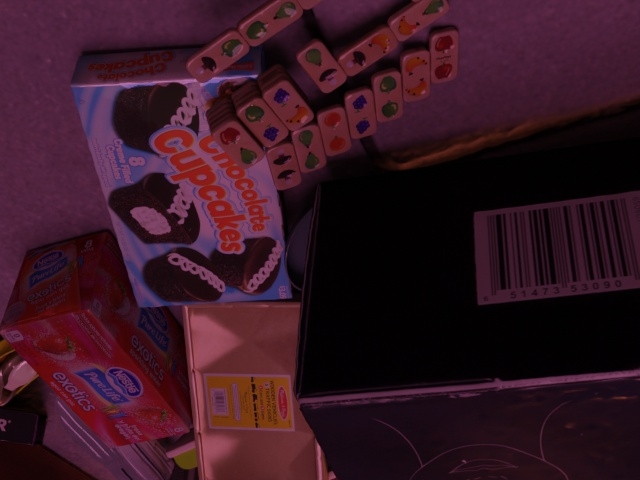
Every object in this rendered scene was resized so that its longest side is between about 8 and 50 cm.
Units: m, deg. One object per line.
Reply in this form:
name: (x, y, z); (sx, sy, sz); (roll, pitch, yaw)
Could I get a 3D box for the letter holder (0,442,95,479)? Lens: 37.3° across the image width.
letter holder: (-0.445, 0.454, 1.429); (0.152, 0.214, 0.302); (-25, 129, 24)

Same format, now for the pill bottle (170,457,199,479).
pill bottle: (-0.201, 0.390, 1.415); (0.078, 0.137, 0.078); (1, 135, 1)

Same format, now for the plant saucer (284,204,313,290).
plant saucer: (0.000, 0.000, 1.067); (0.119, 0.021, 0.119); (-27, 133, -33)

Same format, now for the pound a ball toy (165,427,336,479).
pound a ball toy: (-0.060, 0.321, 1.323); (0.319, 0.135, 0.208); (-29, 92, 27)

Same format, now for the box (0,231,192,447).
box: (-0.259, 0.127, 1.161); (0.122, 0.128, 0.257); (-14, 132, 15)

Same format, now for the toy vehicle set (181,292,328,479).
toy vehicle set: (-0.079, 0.197, 1.187); (0.165, 0.035, 0.267); (0, 105, 13)

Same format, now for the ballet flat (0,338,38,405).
ballet flat: (-0.411, 0.172, 1.245); (0.077, 0.077, 0.231); (34, 127, -30)

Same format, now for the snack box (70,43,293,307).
snack box: (-0.135, -0.057, 1.022); (0.187, 0.060, 0.322); (-4, 135, 2)

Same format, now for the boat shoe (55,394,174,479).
boat shoe: (-0.291, 0.275, 1.351); (0.083, 0.076, 0.226); (-13, 120, 29)

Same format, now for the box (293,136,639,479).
box: (0.270, 0.162, 1.021); (0.479, 0.297, 0.472); (-7, 136, 14)

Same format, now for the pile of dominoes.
pile of dominoes: (0.016, -0.154, 0.888); (0.251, 0.040, 0.196); (-32, 135, 11)

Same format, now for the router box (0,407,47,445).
router box: (-0.474, 0.248, 1.302); (0.178, 0.046, 0.133); (10, 167, -8)

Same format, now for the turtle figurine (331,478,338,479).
turtle figurine: (0.042, 0.350, 1.381); (0.118, 0.175, 0.234); (41, 90, -3)
